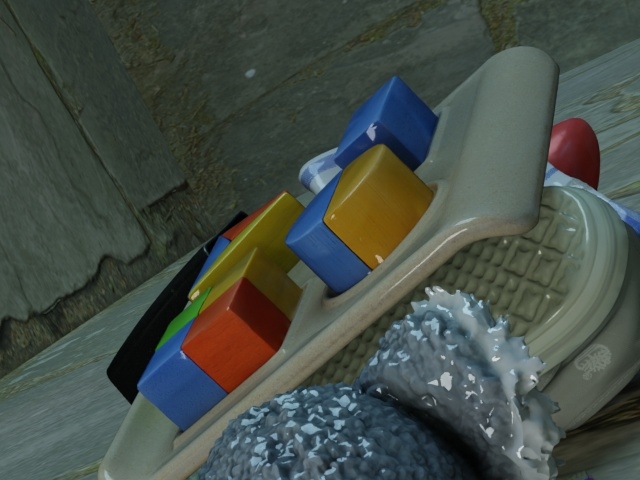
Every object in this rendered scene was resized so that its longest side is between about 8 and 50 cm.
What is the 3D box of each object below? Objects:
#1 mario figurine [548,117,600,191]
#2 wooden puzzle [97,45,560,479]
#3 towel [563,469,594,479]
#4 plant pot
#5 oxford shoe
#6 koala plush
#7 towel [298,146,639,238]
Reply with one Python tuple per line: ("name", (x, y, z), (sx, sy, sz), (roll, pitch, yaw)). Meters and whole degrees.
("mario figurine", (0.135, -0.035, 1.708), (0.321, 0.170, 0.198), (-34, 38, 18))
("wooden puzzle", (0.000, 0.000, 1.163), (0.348, 0.080, 0.322), (-36, 13, 23))
("towel", (0.133, 0.156, 0.955), (0.060, 0.009, 0.083), (-29, 6, 4))
("plant pot", (-0.090, 0.109, 1.596), (0.167, 0.187, 0.188), (-40, 4, 13))
("oxford shoe", (0.063, 0.108, 1.185), (0.130, 0.169, 0.449), (23, -41, -36))
("koala plush", (0.035, 0.140, 0.548), (0.196, 0.221, 0.203), (-28, 7, 1))
("towel", (0.137, -0.034, 1.522), (0.209, 0.034, 0.285), (-21, 39, -26))
